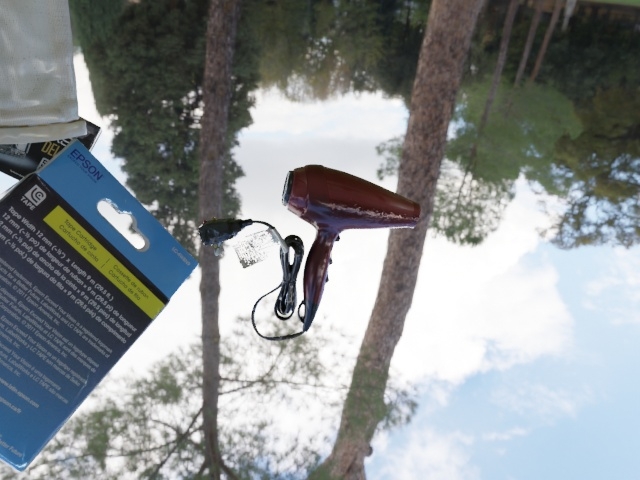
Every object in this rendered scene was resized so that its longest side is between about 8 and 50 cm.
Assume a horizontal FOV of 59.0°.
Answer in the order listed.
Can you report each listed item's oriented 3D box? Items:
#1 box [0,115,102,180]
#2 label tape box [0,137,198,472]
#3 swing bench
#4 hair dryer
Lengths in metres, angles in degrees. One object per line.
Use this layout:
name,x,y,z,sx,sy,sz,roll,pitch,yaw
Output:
box,-0.814,-0.284,1.590,0.307,0.242,0.076,28,171,-15
label tape box,-0.369,0.075,0.742,0.115,0.249,0.347,-2,-135,50
swing bench,-0.406,-0.260,0.644,0.165,0.253,0.255,-19,-146,-41
hair dryer,0.000,0.000,0.799,0.293,0.223,0.080,-25,-151,7
